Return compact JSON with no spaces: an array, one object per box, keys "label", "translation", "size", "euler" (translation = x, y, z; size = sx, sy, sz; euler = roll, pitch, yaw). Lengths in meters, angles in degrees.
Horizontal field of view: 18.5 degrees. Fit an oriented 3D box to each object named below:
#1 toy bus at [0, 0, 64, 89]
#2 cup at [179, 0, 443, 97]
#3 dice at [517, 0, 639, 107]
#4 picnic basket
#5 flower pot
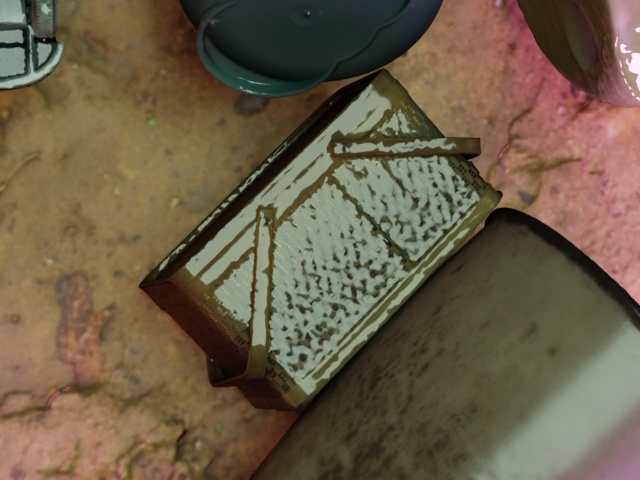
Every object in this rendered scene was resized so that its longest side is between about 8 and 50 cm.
[{"label":"toy bus","translation":[-0.262,-0.240,1.517],"size":[0.121,0.120,0.265],"euler":[-3,86,-14]},{"label":"cup","translation":[0.017,-0.276,1.474],"size":[0.219,0.289,0.257],"euler":[29,45,-28]},{"label":"dice","translation":[0.288,-0.263,1.550],"size":[0.252,0.254,0.250],"euler":[-18,118,-8]},{"label":"picnic basket","translation":[0.000,0.000,1.540],"size":[0.266,0.165,0.139],"euler":[-45,98,-13]},{"label":"flower pot","translation":[0.118,0.189,1.499],"size":[0.330,0.293,0.293],"euler":[-42,96,-8]}]
